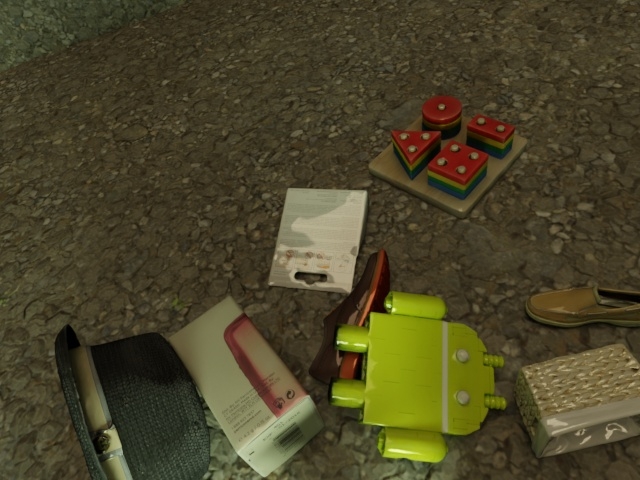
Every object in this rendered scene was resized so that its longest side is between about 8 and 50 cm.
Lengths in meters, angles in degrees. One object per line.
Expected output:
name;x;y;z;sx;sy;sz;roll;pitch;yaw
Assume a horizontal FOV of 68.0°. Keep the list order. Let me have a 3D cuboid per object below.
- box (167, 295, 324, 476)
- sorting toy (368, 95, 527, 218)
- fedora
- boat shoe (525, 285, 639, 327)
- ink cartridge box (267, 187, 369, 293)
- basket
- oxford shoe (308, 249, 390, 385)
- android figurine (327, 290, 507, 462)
box;-0.118;0.230;0.767;0.127;0.149;0.232;-35;53;-15
sorting toy;0.279;-0.209;1.054;0.255;0.089;0.257;32;66;32
fedora;-0.261;0.260;0.702;0.152;0.334;0.334;-20;49;-25
boat shoe;0.442;0.099;0.784;0.190;0.072;0.068;-3;52;11
ink cartridge box;0.000;0.000;0.996;0.181;0.056;0.225;4;72;16
basket;0.372;0.227;0.677;0.167;0.113;0.103;-15;49;1
oxford shoe;0.057;0.126;0.844;0.098;0.097;0.271;7;54;25
android figurine;0.151;0.204;0.731;0.272;0.056;0.248;9;67;-2
